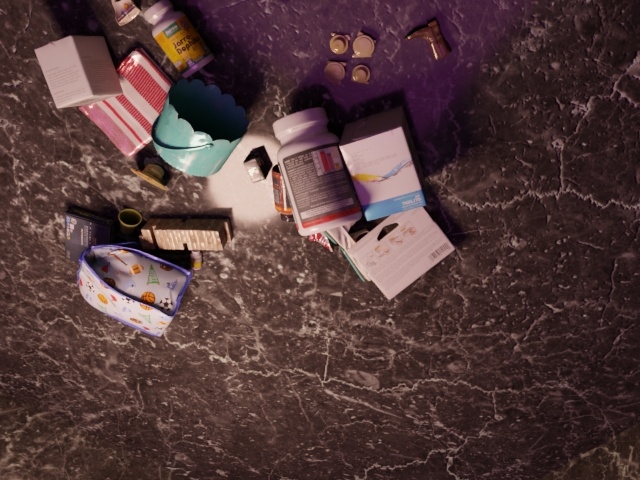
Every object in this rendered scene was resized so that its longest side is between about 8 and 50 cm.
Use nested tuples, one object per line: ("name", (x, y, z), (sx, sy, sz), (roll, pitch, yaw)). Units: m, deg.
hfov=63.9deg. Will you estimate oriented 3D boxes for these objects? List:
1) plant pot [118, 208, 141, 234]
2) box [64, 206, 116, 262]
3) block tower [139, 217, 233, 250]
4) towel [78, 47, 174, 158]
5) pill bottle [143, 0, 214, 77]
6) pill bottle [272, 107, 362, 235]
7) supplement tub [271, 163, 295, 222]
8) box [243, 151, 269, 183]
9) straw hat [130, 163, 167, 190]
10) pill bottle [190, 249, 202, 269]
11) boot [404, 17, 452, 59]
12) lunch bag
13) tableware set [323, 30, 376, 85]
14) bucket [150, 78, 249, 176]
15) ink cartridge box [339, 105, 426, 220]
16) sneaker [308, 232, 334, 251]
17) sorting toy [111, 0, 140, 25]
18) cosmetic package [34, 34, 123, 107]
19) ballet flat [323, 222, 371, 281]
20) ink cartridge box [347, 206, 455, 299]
("plant pot", (-0.734, -0.066, 1.962), (0.083, 0.083, 0.079), (28, 135, -8))
("box", (-0.914, -0.002, 2.037), (0.184, 0.059, 0.232), (17, 124, -3))
("block tower", (-0.509, -0.024, 1.934), (0.336, 0.097, 0.090), (0, 123, 9))
("towel", (-0.625, -0.450, 1.717), (0.329, 0.037, 0.237), (-32, 113, 26))
("pill bottle", (-0.425, -0.606, 1.534), (0.118, 0.117, 0.208), (-25, 114, 23))
("pill bottle", (-0.016, -0.212, 1.600), (0.210, 0.210, 0.362), (-15, 94, 19))
("supplement tub", (-0.111, -0.163, 1.769), (0.106, 0.106, 0.197), (3, 122, 8))
("box", (-0.220, -0.250, 1.758), (0.052, 0.062, 0.083), (-15, 118, 16))
("straw hat", (-0.595, -0.241, 1.826), (0.145, 0.144, 0.061), (29, 80, -9))
("pill bottle", (-0.490, 0.072, 2.020), (0.044, 0.043, 0.083), (10, 123, 4))
("boot", (0.313, -0.565, 1.485), (0.107, 0.037, 0.114), (-21, 121, 24))
("lunch bag", (-0.727, 0.172, 1.962), (0.386, 0.238, 0.328), (24, 146, -14))
("tableware set", (0.087, -0.545, 1.543), (0.141, 0.020, 0.168), (12, 125, 5))
("bucket", (-0.381, -0.348, 1.608), (0.281, 0.281, 0.183), (32, 127, -11))
("ink cartridge box", (0.201, -0.242, 1.609), (0.197, 0.198, 0.270), (-14, 119, 18))
("sneaker", (0.000, 0.000, 1.891), (0.067, 0.042, 0.118), (-25, 107, 19))
("sorting toy", (-0.591, -0.707, 1.547), (0.083, 0.045, 0.075), (-27, 107, 24))
("cosmetic package", (-0.746, -0.524, 1.594), (0.152, 0.151, 0.183), (-9, 106, 20))
("ballet flat", (0.099, -0.021, 1.826), (0.139, 0.139, 0.400), (-28, 118, 24))
("ink cartridge box", (0.276, 0.022, 1.785), (0.296, 0.066, 0.261), (-39, 111, 5))
